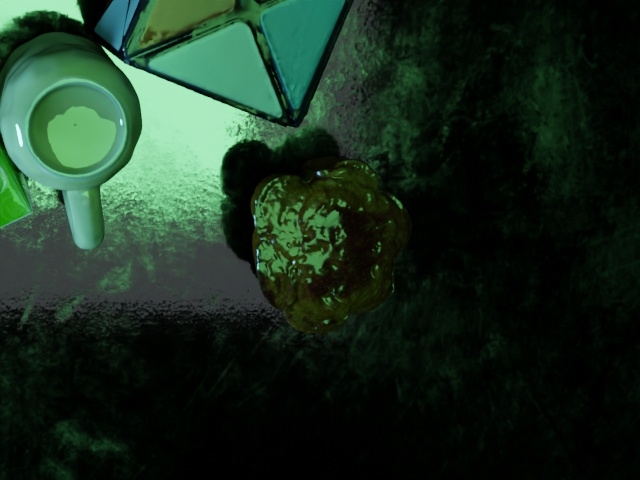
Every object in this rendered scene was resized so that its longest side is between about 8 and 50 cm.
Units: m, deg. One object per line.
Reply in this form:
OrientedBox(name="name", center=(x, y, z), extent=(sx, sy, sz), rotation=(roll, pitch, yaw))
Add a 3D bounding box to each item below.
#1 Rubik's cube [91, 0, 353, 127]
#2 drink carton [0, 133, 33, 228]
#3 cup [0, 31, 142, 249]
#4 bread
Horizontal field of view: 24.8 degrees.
OrientedBox(name="Rubik's cube", center=(-0.119, -0.307, 1.816), extent=(0.246, 0.248, 0.250), rotation=(19, 100, -22))
OrientedBox(name="drink carton", center=(-0.489, -0.129, 1.840), extent=(0.161, 0.108, 0.271), rotation=(-25, 114, -5))
OrientedBox(name="cup", center=(-0.331, -0.125, 1.836), extent=(0.173, 0.202, 0.255), rotation=(12, 104, -20))
OrientedBox(name="bread", center=(0.012, 0.003, 2.017), extent=(0.232, 0.135, 0.247), rotation=(-14, 111, -12))
